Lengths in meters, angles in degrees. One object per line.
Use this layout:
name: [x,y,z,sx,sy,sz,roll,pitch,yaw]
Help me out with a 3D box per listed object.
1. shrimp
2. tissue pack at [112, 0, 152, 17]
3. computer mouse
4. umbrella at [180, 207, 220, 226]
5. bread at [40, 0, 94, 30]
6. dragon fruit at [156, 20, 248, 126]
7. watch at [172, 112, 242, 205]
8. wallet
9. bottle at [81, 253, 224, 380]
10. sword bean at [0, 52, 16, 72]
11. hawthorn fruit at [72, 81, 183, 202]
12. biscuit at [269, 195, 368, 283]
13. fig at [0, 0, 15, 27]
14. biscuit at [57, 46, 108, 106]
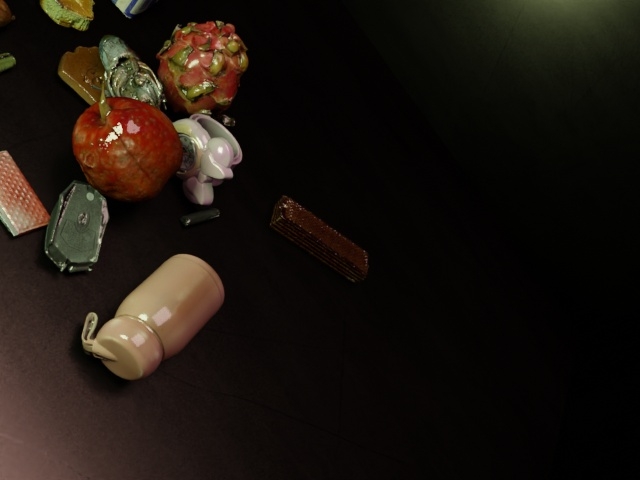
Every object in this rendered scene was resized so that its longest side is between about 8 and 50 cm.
shrimp: [-0.510,-0.391,1.516,0.171,0.137,0.372,-26,69,-19]
tissue pack: [-0.533,-0.852,1.766,0.137,0.269,0.209,41,40,-18]
computer mouse: [-0.557,-0.030,1.283,0.126,0.071,0.231,32,51,-48]
umbrella: [-0.333,-0.067,1.583,0.133,0.031,0.036,-21,81,-53]
bread: [-0.711,-0.664,1.595,0.140,0.069,0.128,11,56,-47]
dragon fruit: [-0.340,-0.511,1.702,0.250,0.291,0.269,-1,64,-53]
watch: [-0.314,-0.248,1.626,0.248,0.211,0.217,49,28,7]
wallet: [-0.680,-0.104,1.244,0.197,0.020,0.103,55,38,0]
bottle: [-0.372,0.168,1.265,0.206,0.173,0.297,24,39,11]
sword bean: [-0.805,-0.368,1.297,0.043,0.038,0.269,24,41,1]
hawthorn fruit: [-0.466,-0.216,1.367,0.258,0.258,0.261,65,16,13]
biscuit: [0.000,0.000,1.861,0.388,0.073,0.107,35,40,-25]
fig: [-0.805,-0.565,1.421,0.089,0.088,0.125,62,17,9]
biscuit: [-0.614,-0.456,1.570,0.182,0.034,0.215,45,36,-19]
